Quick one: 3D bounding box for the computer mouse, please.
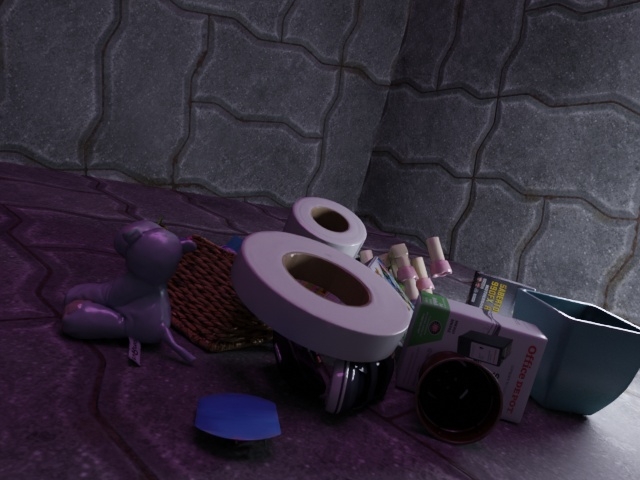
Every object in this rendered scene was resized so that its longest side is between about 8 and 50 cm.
[{"bbox_3d":[-0.049,0.253,1.165,0.184,0.060,0.262,46,6,-43],"label":"computer mouse"}]

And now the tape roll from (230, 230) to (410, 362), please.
[{"bbox_3d":[0.002,0.105,1.141,0.391,0.072,0.392,23,18,-8],"label":"tape roll"}]

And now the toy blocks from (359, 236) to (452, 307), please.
[{"bbox_3d":[0.250,0.172,1.756,0.308,0.260,0.289,-10,-17,-6],"label":"toy blocks"}]

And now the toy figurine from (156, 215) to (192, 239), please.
[{"bbox_3d":[-0.492,0.013,1.829,0.159,0.130,0.173,26,-18,-15],"label":"toy figurine"}]

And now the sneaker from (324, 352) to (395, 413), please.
[{"bbox_3d":[0.089,0.266,1.120,0.127,0.126,0.321,14,10,7],"label":"sneaker"}]

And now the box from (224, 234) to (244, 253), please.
[{"bbox_3d":[-0.226,0.067,1.839,0.244,0.060,0.101,26,-24,49],"label":"box"}]

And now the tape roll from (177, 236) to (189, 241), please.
[{"bbox_3d":[-0.414,0.065,1.614,0.274,0.090,0.275,14,9,-2],"label":"tape roll"}]

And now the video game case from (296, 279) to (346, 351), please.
[{"bbox_3d":[-0.027,0.168,1.413,0.206,0.026,0.227,23,52,40],"label":"video game case"}]

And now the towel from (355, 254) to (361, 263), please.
[{"bbox_3d":[-0.058,0.059,1.965,0.324,0.056,0.312,9,-12,-25],"label":"towel"}]

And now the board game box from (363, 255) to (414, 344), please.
[{"bbox_3d":[0.209,0.189,1.444,0.305,0.053,0.193,54,13,2],"label":"board game box"}]

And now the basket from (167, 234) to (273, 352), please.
[{"bbox_3d":[-0.239,0.158,1.332,0.299,0.223,0.213,22,-20,37],"label":"basket"}]

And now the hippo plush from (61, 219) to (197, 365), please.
[{"bbox_3d":[-0.389,0.078,1.105,0.234,0.237,0.294,6,15,-33],"label":"hippo plush"}]

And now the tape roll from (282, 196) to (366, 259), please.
[{"bbox_3d":[0.000,0.000,1.685,0.246,0.169,0.246,17,32,-11],"label":"tape roll"}]

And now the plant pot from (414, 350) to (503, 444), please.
[{"bbox_3d":[0.271,0.305,1.113,0.166,0.167,0.165,16,2,6],"label":"plant pot"}]

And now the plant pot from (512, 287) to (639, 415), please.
[{"bbox_3d":[0.633,0.296,1.392,0.247,0.252,0.247,12,9,-12],"label":"plant pot"}]

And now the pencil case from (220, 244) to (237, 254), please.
[{"bbox_3d":[-0.260,0.085,1.730,0.086,0.088,0.206,-11,25,-37],"label":"pencil case"}]

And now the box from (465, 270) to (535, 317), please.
[{"bbox_3d":[0.544,0.230,1.702,0.183,0.231,0.056,17,7,10],"label":"box"}]

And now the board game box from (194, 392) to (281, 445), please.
[{"bbox_3d":[-0.137,0.298,0.884,0.133,0.033,0.168,8,6,-11],"label":"board game box"}]

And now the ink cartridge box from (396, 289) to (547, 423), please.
[{"bbox_3d":[0.340,0.264,1.253,0.289,0.211,0.121,16,9,6],"label":"ink cartridge box"}]
